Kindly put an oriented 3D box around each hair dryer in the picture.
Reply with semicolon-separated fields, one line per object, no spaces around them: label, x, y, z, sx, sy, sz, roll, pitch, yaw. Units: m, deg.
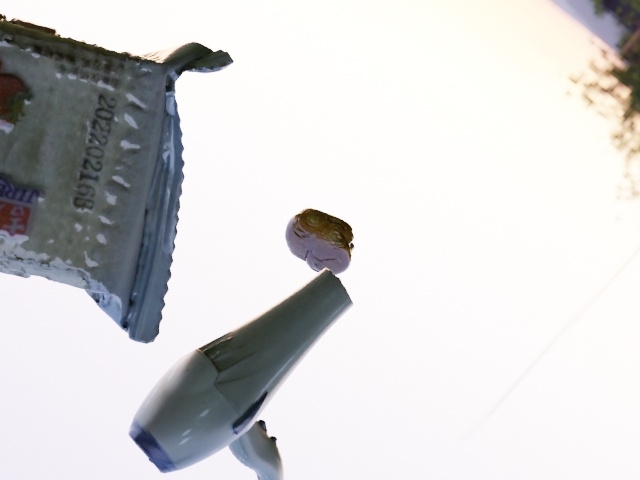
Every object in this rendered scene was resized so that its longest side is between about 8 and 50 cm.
hair dryer;-0.020;0.108;0.870;0.067;0.167;0.199;42;179;40

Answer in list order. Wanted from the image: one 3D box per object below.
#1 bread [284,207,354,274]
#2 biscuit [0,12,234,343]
bread;0.000;0.000;1.412;0.083;0.081;0.046;46;-124;-11
biscuit;-0.218;-0.059;0.696;0.309;0.186;0.079;15;-178;-18
